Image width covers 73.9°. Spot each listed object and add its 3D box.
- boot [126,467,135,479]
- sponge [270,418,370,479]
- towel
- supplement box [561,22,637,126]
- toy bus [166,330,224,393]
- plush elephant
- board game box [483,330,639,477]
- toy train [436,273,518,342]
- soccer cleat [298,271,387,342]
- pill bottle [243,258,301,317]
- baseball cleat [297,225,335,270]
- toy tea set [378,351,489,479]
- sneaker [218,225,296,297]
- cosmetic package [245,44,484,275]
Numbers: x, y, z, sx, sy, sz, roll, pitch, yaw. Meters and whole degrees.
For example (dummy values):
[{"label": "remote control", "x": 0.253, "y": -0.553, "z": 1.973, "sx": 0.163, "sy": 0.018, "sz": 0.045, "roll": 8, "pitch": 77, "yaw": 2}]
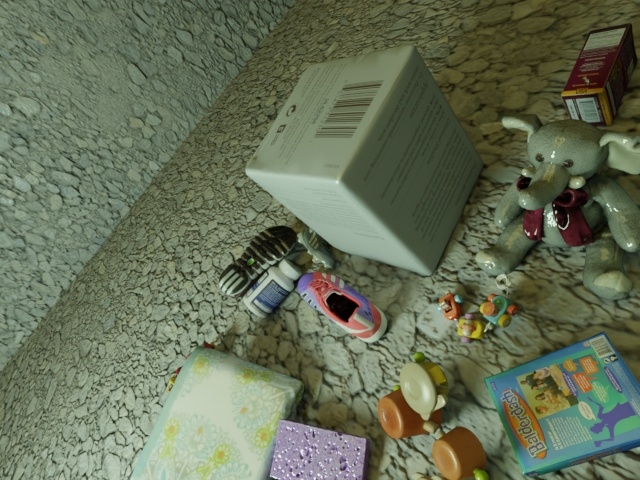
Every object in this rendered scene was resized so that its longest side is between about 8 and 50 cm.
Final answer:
[{"label": "boot", "x": -0.382, "y": 0.621, "z": 1.087, "sx": 0.338, "sy": 0.118, "sz": 0.222, "roll": 13, "pitch": 63, "yaw": 42}, {"label": "sponge", "x": -0.004, "y": 0.450, "z": 0.880, "sx": 0.210, "sy": 0.031, "sz": 0.117, "roll": 0, "pitch": 68, "yaw": 28}, {"label": "towel", "x": -0.244, "y": 0.471, "z": 1.016, "sx": 0.321, "sy": 0.090, "sz": 0.374, "roll": 13, "pitch": 68, "yaw": 21}, {"label": "supplement box", "x": 0.603, "y": -0.352, "z": 0.917, "sx": 0.081, "sy": 0.104, "sz": 0.188, "roll": 14, "pitch": 70, "yaw": 48}, {"label": "toy bus", "x": -0.342, "y": 0.384, "z": 1.231, "sx": 0.104, "sy": 0.191, "sz": 0.202, "roll": 43, "pitch": 95, "yaw": 7}, {"label": "plush elephant", "x": 0.431, "y": -0.094, "z": 0.758, "sx": 0.272, "sy": 0.255, "sz": 0.330, "roll": 23, "pitch": 77, "yaw": 49}, {"label": "board game box", "x": 0.395, "y": 0.262, "z": 0.680, "sx": 0.210, "sy": 0.047, "sz": 0.160, "roll": -31, "pitch": 44, "yaw": 22}, {"label": "toy train", "x": 0.301, "y": 0.131, "z": 0.846, "sx": 0.166, "sy": 0.046, "sz": 0.125, "roll": -36, "pitch": 47, "yaw": 40}, {"label": "soccer cleat", "x": 0.028, "y": 0.141, "z": 1.063, "sx": 0.108, "sy": 0.116, "sz": 0.318, "roll": -55, "pitch": 40, "yaw": -5}, {"label": "pill bottle", "x": -0.137, "y": 0.136, "z": 1.240, "sx": 0.169, "sy": 0.094, "sz": 0.094, "roll": -47, "pitch": 40, "yaw": 4}, {"label": "baseball cleat", "x": 0.000, "y": 0.000, "z": 1.235, "sx": 0.109, "sy": 0.072, "sz": 0.206, "roll": -49, "pitch": 40, "yaw": 2}, {"label": "toy tea set", "x": 0.227, "y": 0.362, "z": 0.716, "sx": 0.200, "sy": 0.124, "sz": 0.336, "roll": -59, "pitch": 45, "yaw": 48}, {"label": "sneaker", "x": -0.192, "y": 0.075, "z": 1.326, "sx": 0.281, "sy": 0.162, "sz": 0.106, "roll": -40, "pitch": 74, "yaw": -18}, {"label": "cosmetic package", "x": 0.115, "y": -0.171, "z": 1.006, "sx": 0.328, "sy": 0.394, "sz": 0.329, "roll": 14, "pitch": 71, "yaw": 47}]
